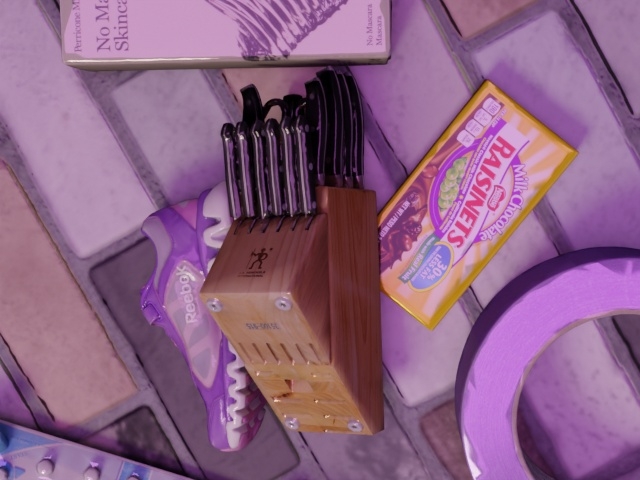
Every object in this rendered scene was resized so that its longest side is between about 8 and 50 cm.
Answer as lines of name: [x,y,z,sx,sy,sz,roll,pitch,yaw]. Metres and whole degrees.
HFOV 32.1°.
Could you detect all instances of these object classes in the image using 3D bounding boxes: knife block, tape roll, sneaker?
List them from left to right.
sneaker: [-0.105,0.068,0.985,0.104,0.095,0.237,-6,91,10]
knife block: [0.000,0.000,0.963,0.088,0.242,0.276,-2,135,29]
tape roll: [0.257,0.146,0.969,0.274,0.090,0.275,0,97,3]

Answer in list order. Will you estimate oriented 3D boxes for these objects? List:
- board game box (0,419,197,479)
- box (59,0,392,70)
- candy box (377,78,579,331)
board game box: [-0.216,0.371,0.938,0.389,0.050,0.390,18,66,-1]
box: [-0.077,-0.202,0.946,0.275,0.094,0.113,-2,96,3]
candy box: [0.123,-0.030,0.988,0.105,0.027,0.206,38,97,-3]
